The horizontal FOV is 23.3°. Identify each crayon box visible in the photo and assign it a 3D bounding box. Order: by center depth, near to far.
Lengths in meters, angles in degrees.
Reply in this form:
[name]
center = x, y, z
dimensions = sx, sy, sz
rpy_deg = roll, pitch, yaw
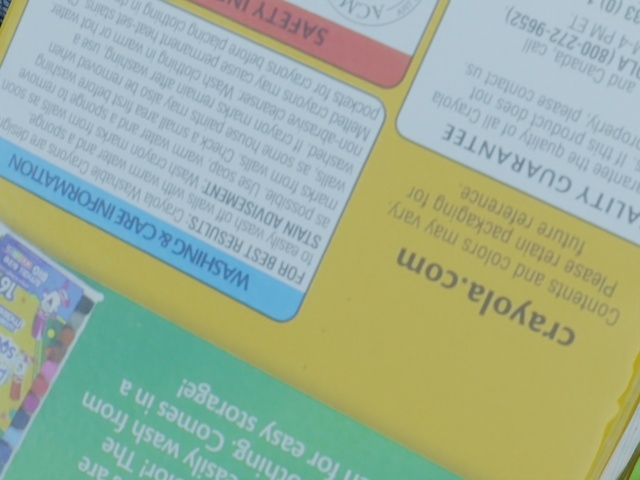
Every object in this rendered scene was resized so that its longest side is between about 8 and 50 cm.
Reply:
[crayon box]
center = 0.000, 0.000, 0.432
dimensions = 0.203, 0.323, 0.083
rpy_deg = 27, -174, 20

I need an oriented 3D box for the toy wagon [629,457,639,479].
[toy wagon]
center = 0.111, 0.129, 0.666
dimensions = 0.267, 0.068, 0.344
rpy_deg = 95, -172, -57

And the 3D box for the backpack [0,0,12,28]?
[backpack]
center = -0.184, -0.086, 0.608
dimensions = 0.263, 0.213, 0.276
rpy_deg = 53, 140, -4
